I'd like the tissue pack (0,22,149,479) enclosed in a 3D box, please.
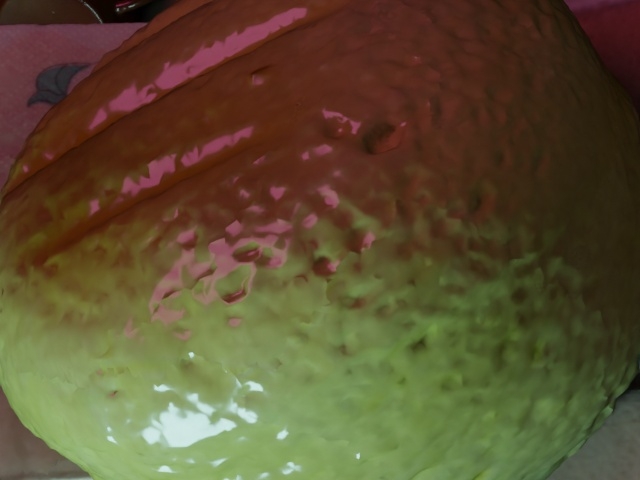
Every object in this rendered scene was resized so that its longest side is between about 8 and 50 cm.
[{"bbox_3d":[-0.126,0.010,1.017,0.071,0.170,0.325,97,169,-57],"label":"tissue pack"}]

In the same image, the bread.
[{"bbox_3d":[-0.007,-0.005,0.802,0.320,0.237,0.320,-19,54,28],"label":"bread"}]

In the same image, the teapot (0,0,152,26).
[{"bbox_3d":[-0.178,-0.177,1.243,0.173,0.116,0.116,-13,58,22],"label":"teapot"}]
